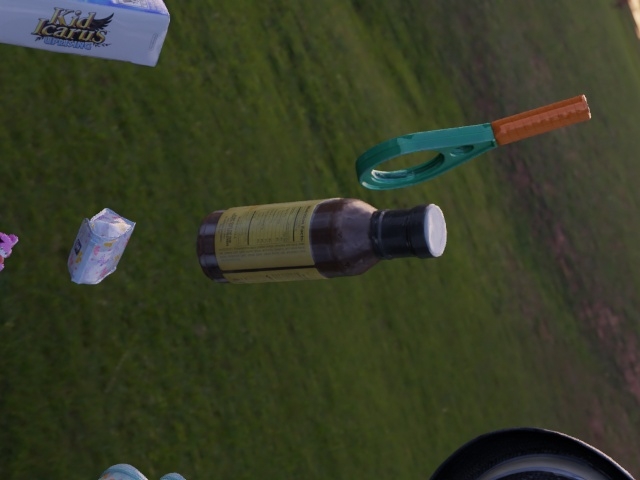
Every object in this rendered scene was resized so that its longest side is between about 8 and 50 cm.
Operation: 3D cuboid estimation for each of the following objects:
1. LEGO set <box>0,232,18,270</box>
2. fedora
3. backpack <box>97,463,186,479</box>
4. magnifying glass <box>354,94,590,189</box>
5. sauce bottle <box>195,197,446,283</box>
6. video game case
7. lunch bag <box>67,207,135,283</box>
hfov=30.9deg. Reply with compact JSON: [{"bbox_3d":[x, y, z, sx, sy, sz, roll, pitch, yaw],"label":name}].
[{"bbox_3d":[-0.664,-0.053,2.205,0.093,0.087,0.227,-52,143,-17],"label":"LEGO set"},{"bbox_3d":[0.215,0.378,1.269,0.152,0.334,0.334,-17,85,-61],"label":"fedora"},{"bbox_3d":[-0.228,0.416,1.507,0.191,0.253,0.225,-38,150,-42],"label":"backpack"},{"bbox_3d":[0.145,-0.094,1.120,0.092,0.231,0.026,42,32,-67],"label":"magnifying glass"},{"bbox_3d":[0.000,0.000,1.560,0.111,0.344,0.111,9,80,-61],"label":"sauce bottle"},{"bbox_3d":[-0.294,-0.274,1.095,0.244,0.061,0.269,3,38,-28],"label":"video game case"},{"bbox_3d":[-0.264,0.008,1.370,0.053,0.071,0.083,28,22,2],"label":"lunch bag"}]
